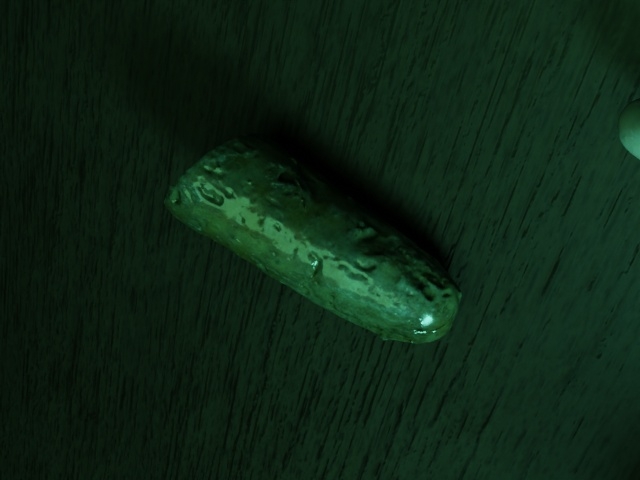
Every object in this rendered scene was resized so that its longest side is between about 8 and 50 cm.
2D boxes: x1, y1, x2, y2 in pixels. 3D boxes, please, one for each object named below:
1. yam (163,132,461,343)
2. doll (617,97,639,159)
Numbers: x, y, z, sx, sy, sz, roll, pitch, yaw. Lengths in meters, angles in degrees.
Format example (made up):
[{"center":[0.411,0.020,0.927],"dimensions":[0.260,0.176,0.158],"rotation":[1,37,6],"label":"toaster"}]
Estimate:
[{"center":[0.000,0.000,0.928],"dimensions":[0.330,0.133,0.133],"rotation":[32,126,10],"label":"yam"},{"center":[0.443,0.009,0.624],"dimensions":[0.376,0.187,0.365],"rotation":[46,136,-15],"label":"doll"}]
